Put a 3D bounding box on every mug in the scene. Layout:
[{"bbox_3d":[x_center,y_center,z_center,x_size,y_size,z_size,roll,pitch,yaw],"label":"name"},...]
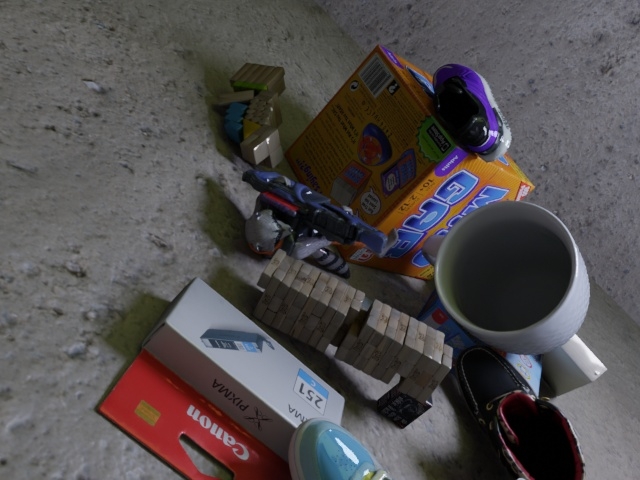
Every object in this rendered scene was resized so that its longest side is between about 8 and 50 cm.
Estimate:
[{"bbox_3d":[0.383,0.086,1.501,0.374,0.276,0.328,25,-7,34],"label":"mug"}]

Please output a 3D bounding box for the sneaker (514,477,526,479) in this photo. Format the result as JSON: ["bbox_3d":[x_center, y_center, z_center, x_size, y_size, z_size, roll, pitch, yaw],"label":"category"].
[{"bbox_3d":[0.337,0.507,1.047,0.108,0.169,0.292,7,45,-56],"label":"sneaker"}]

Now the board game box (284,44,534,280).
[{"bbox_3d":[0.206,-0.169,1.688,0.356,0.356,0.356,14,38,-47],"label":"board game box"}]

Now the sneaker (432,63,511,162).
[{"bbox_3d":[0.285,-0.297,1.462,0.146,0.102,0.293,22,33,-36],"label":"sneaker"}]

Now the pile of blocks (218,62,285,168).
[{"bbox_3d":[-0.156,-0.273,1.630,0.362,0.149,0.112,-90,173,-47],"label":"pile of blocks"}]

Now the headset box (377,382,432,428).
[{"bbox_3d":[0.148,0.278,1.217,0.062,0.083,0.032,37,26,-15],"label":"headset box"}]

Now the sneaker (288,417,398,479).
[{"bbox_3d":[0.112,0.333,0.854,0.319,0.208,0.127,53,48,-4],"label":"sneaker"}]

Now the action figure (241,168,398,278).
[{"bbox_3d":[0.000,0.000,1.331,0.330,0.178,0.341,6,19,-47],"label":"action figure"}]

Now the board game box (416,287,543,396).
[{"bbox_3d":[0.374,0.236,1.638,0.308,0.086,0.302,46,24,4],"label":"board game box"}]

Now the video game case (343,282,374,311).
[{"bbox_3d":[0.094,0.166,1.396,0.119,0.015,0.166,33,26,-25],"label":"video game case"}]

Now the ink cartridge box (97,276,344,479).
[{"bbox_3d":[-0.109,0.215,0.936,0.296,0.066,0.261,41,24,-9],"label":"ink cartridge box"}]

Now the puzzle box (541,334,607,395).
[{"bbox_3d":[0.519,0.201,1.785,0.409,0.052,0.272,51,-10,16],"label":"puzzle box"}]

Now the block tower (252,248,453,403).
[{"bbox_3d":[0.049,0.142,1.174,0.335,0.097,0.091,28,28,0],"label":"block tower"}]

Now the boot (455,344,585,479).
[{"bbox_3d":[0.360,0.328,1.292,0.284,0.138,0.377,59,7,-61],"label":"boot"}]
